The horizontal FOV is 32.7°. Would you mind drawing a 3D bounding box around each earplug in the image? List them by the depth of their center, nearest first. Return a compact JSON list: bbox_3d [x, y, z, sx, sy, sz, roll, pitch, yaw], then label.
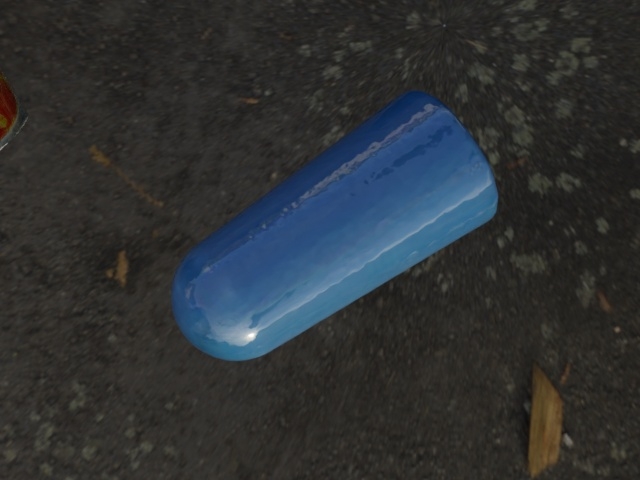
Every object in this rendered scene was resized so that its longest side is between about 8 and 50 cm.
[{"bbox_3d":[0.000,0.000,0.900,0.273,0.132,0.132,-34,96,-15],"label":"earplug"}]

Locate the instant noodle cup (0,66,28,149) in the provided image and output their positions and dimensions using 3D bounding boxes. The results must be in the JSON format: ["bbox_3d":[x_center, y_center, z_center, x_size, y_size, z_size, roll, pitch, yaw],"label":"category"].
[{"bbox_3d":[-0.385,-0.128,0.913,0.264,0.264,0.200,-30,113,11],"label":"instant noodle cup"}]
